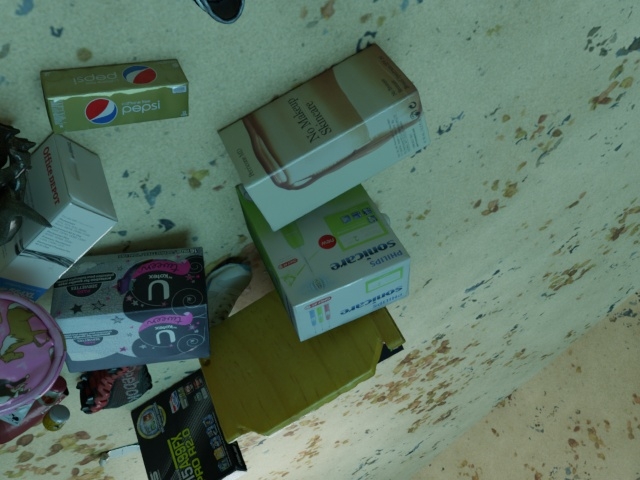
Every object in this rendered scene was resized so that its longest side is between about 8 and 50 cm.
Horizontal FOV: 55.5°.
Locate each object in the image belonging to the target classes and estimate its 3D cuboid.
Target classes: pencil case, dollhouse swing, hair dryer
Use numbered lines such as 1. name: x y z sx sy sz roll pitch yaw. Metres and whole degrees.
1. pencil case: -0.473 0.177 0.888 0.167 0.160 0.386 34 155 -14
2. dollhouse swing: -0.012 0.230 1.209 0.347 0.315 0.305 -31 143 3
3. hair dryer: -0.651 0.330 1.196 0.294 0.080 0.223 -2 136 -34

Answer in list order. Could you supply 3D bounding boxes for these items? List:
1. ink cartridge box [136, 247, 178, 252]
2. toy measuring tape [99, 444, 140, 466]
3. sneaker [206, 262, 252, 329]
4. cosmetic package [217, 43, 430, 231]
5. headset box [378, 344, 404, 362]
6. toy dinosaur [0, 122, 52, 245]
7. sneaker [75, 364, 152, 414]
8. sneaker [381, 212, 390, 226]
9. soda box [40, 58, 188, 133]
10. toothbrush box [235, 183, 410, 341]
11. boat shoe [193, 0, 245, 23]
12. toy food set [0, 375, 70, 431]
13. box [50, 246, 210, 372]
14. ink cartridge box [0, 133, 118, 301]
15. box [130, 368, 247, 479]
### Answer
1. ink cartridge box: -0.287 0.045 1.139 0.115 0.029 0.062 -6 139 -31
2. toy measuring tape: -0.422 0.596 1.659 0.330 0.121 0.121 -5 138 -30
3. sneaker: -0.214 0.138 1.250 0.228 0.092 0.087 -46 140 20
4. cosmetic package: 0.006 -0.165 0.977 0.296 0.153 0.129 -31 143 0
5. headset box: 0.039 0.247 1.530 0.283 0.131 0.246 -28 144 -1
6. toy dinosaur: -0.424 -0.060 0.764 0.160 0.314 0.121 -67 162 12
7. sneaker: -0.404 0.264 1.272 0.135 0.097 0.276 7 134 -40
8. sneaker: 0.046 0.005 1.290 0.094 0.081 0.208 26 112 -40
9. soda box: -0.273 -0.196 0.818 0.181 0.061 0.058 -12 142 -23
10. toothbrush box: 0.000 0.000 1.062 0.206 0.283 0.122 -21 145 -10
11. boat shoe: -0.136 -0.377 0.653 0.108 0.102 0.301 -20 144 -13
12. toy food set: -0.558 0.255 1.126 0.232 0.111 0.104 33 116 -17
13. box: -0.322 0.120 1.063 0.248 0.142 0.163 -5 137 -12
14. ink cartridge box: -0.397 -0.028 0.866 0.203 0.148 0.086 -39 144 15
15. box: -0.318 0.477 1.446 0.216 0.270 0.060 -31 146 4
